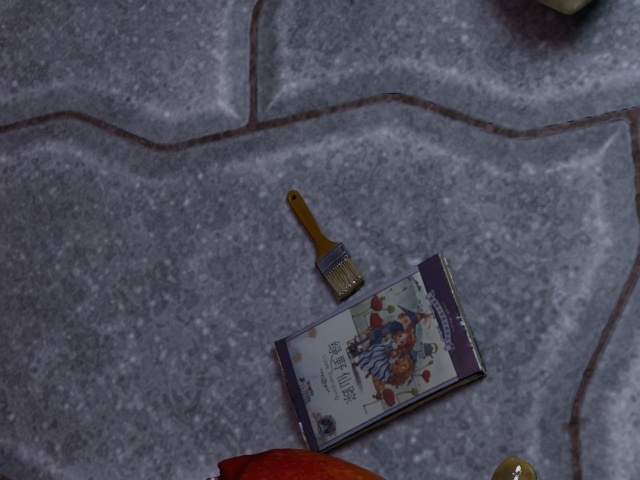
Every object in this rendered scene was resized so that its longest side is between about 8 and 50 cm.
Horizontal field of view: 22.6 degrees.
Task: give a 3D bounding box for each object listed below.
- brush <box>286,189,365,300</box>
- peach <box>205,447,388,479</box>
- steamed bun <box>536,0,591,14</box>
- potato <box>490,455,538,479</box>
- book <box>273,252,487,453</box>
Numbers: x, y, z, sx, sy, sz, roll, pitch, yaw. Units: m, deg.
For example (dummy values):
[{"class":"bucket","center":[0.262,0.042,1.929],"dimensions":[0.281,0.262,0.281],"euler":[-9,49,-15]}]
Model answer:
[{"class":"brush","center":[0.000,0.000,1.921],"dimensions":[0.043,0.014,0.170],"euler":[-40,55,12]},{"class":"peach","center":[0.000,0.417,1.579],"dimensions":[0.335,0.310,0.406],"euler":[126,148,-48]},{"class":"steamed bun","center":[0.282,-0.339,1.836],"dimensions":[0.231,0.110,0.212],"euler":[-6,51,31]},{"class":"potato","center":[0.199,0.268,1.684],"dimensions":[0.051,0.040,0.083],"euler":[7,76,26]},{"class":"book","center":[0.063,0.131,1.825],"dimensions":[0.231,0.026,0.157],"euler":[-29,60,18]}]
